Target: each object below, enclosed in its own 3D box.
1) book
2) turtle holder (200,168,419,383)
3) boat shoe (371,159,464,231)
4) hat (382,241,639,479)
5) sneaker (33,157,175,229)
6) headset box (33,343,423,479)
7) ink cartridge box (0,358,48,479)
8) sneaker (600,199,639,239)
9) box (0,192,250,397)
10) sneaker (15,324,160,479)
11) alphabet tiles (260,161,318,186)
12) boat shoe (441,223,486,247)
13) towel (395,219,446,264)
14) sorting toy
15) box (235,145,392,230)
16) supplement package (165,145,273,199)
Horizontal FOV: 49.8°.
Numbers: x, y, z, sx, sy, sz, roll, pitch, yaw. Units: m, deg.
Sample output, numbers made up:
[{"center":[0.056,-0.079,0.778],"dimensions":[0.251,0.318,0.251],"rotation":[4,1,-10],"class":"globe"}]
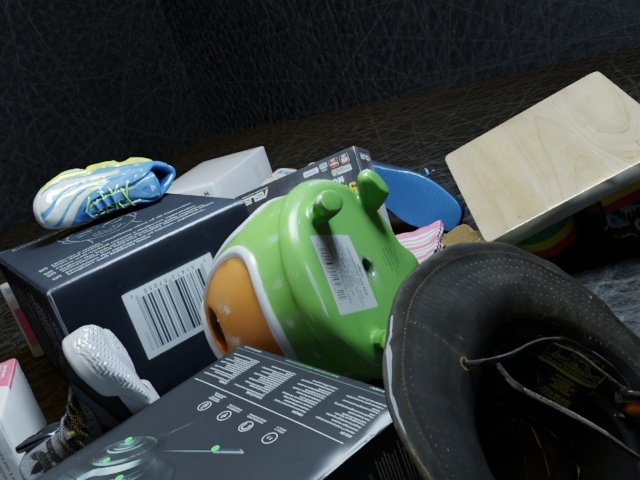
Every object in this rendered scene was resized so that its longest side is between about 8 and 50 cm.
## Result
[{"center":[-0.496,0.129,1.234],"dimensions":[0.096,0.144,0.035],"rotation":[-20,17,-7],"class":"book"},{"center":[-0.002,0.049,0.828],"dimensions":[0.228,0.243,0.320],"rotation":[-27,17,27],"class":"turtle holder"},{"center":[0.145,-0.100,1.239],"dimensions":[0.258,0.109,0.089],"rotation":[30,22,19],"class":"boat shoe"},{"center":[0.144,0.158,0.456],"dimensions":[0.134,0.331,0.331],"rotation":[-54,-6,35],"class":"hat"},{"center":[-0.336,-0.086,1.113],"dimensions":[0.126,0.091,0.240],"rotation":[-2,22,40],"class":"sneaker"},{"center":[-0.084,0.225,0.544],"dimensions":[0.283,0.131,0.246],"rotation":[-31,21,-35],"class":"headset box"},{"center":[-0.490,0.276,0.822],"dimensions":[0.283,0.117,0.207],"rotation":[-22,18,-14],"class":"ink cartridge box"},{"center":[0.448,-0.033,0.911],"dimensions":[0.073,0.063,0.162],"rotation":[-19,17,-12],"class":"sneaker"},{"center":[-0.293,0.076,1.079],"dimensions":[0.294,0.211,0.396],"rotation":[-28,20,-27],"class":"box"},{"center":[-0.239,0.191,0.697],"dimensions":[0.153,0.268,0.101],"rotation":[-33,64,-16],"class":"sneaker"},{"center":[0.020,-0.119,1.531],"dimensions":[0.284,0.021,0.278],"rotation":[7,25,14],"class":"alphabet tiles"},{"center":[0.218,0.023,0.976],"dimensions":[0.063,0.059,0.170],"rotation":[-37,11,10],"class":"boat shoe"},{"center":[0.123,0.026,1.116],"dimensions":[0.144,0.029,0.197],"rotation":[-12,18,21],"class":"towel"},{"center":[0.331,-0.094,0.962],"dimensions":[0.256,0.089,0.257],"rotation":[-29,29,14],"class":"sorting toy"},{"center":[-0.010,-0.019,1.067],"dimensions":[0.231,0.183,0.056],"rotation":[-20,-11,28],"class":"box"},{"center":[-0.223,-0.072,1.516],"dimensions":[0.175,0.177,0.293],"rotation":[-11,18,20],"class":"supplement package"}]
